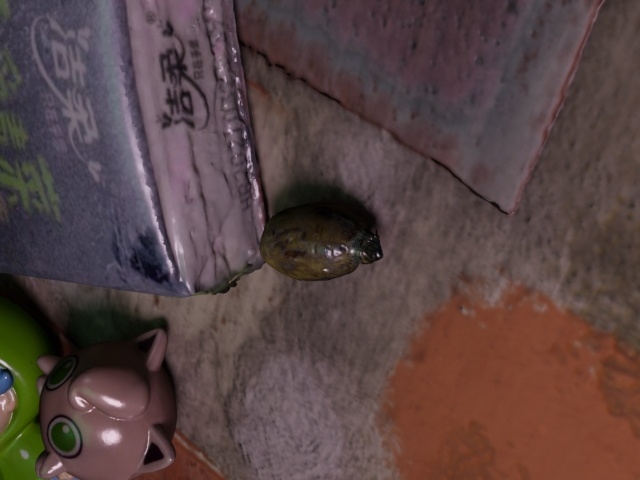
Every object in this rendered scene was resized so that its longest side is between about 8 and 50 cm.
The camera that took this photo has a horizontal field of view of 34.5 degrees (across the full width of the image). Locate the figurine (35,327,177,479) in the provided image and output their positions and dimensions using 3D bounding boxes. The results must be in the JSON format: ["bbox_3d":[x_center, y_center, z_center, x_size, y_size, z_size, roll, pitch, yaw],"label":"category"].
[{"bbox_3d":[-0.181,0.144,0.869,0.138,0.125,0.125,-19,94,29],"label":"figurine"}]

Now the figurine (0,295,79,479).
[{"bbox_3d":[-0.306,0.158,0.981,0.162,0.143,0.263,-16,113,51],"label":"figurine"}]

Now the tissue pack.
[{"bbox_3d":[-0.233,-0.114,0.813,0.394,0.124,0.288,4,111,39],"label":"tissue pack"}]

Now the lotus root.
[{"bbox_3d":[0.000,0.000,0.705,0.099,0.054,0.049,3,129,41],"label":"lotus root"}]
